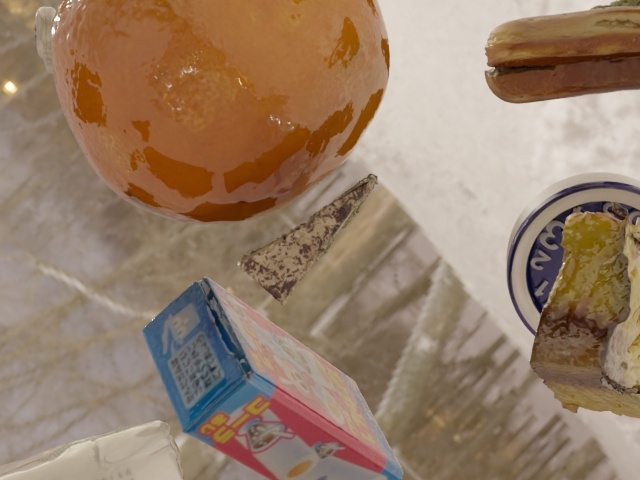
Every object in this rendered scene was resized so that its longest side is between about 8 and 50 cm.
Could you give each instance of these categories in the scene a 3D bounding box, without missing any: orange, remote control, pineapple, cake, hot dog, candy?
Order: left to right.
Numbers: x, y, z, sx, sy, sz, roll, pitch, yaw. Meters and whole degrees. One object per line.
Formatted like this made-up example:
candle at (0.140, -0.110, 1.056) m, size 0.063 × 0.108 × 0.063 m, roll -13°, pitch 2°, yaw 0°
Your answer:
remote control at (-0.380, -0.281, 1.806) m, size 0.122 × 0.032 × 0.074 m, roll 115°, pitch 151°, yaw -81°
orange at (-0.093, -0.165, 1.164) m, size 0.312 × 0.312 × 0.312 m, roll 44°, pitch 177°, yaw 3°
candy at (-0.046, 0.179, 1.391) m, size 0.306 × 0.100 × 0.157 m, roll 38°, pitch -165°, yaw -45°
cake at (0.000, 0.000, 1.072) m, size 0.055 × 0.140 × 0.051 m, roll 56°, pitch -173°, yaw 1°
pineapple at (0.269, 0.085, 1.252) m, size 0.114 × 0.186 × 0.236 m, roll -1°, pitch 117°, yaw 29°
hot dog at (0.391, -0.264, 1.745) m, size 0.135 × 0.337 × 0.100 m, roll 80°, pitch -175°, yaw -48°

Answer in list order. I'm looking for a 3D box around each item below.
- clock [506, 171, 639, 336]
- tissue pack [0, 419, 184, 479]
clock at (0.347, 0.031, 1.599) m, size 0.230 × 0.230 × 0.083 m, roll 44°, pitch -163°, yaw -10°
tissue pack at (-0.264, 0.324, 1.067) m, size 0.194 × 0.356 × 0.266 m, roll 146°, pitch 106°, yaw -72°
